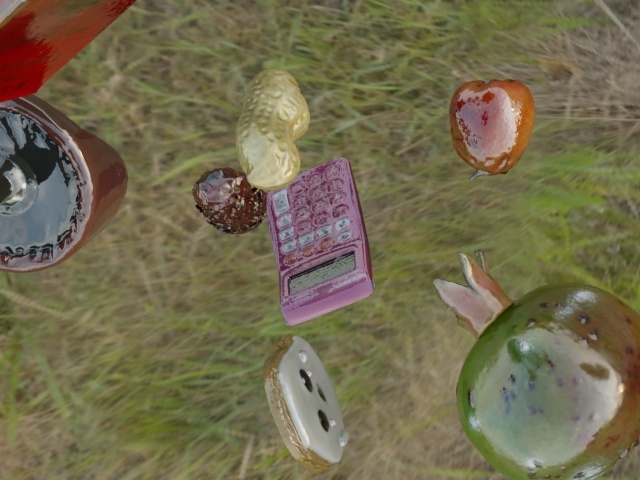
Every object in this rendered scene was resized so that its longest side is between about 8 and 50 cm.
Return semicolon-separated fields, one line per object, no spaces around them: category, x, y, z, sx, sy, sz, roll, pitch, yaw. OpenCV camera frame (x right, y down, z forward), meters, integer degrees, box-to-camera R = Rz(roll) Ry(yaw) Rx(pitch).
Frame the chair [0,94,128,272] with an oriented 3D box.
chair;-0.360;-0.008;1.321;0.226;0.401;0.227;7;117;13

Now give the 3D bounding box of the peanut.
peanut;-0.036;-0.081;0.990;0.053;0.054;0.113;-7;49;14

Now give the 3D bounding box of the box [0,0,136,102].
box;-0.246;-0.221;1.163;0.313;0.197;0.089;-32;87;35

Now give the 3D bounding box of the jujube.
jujube;-0.137;-0.061;1.967;0.104;0.166;0.104;-5;75;19

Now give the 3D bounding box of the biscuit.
biscuit;-0.016;0.220;1.812;0.049;0.208;0.181;-25;96;12

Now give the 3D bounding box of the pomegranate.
pomegranate;0.278;0.176;1.753;0.323;0.291;0.291;21;100;13

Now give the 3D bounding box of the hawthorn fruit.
hawthorn fruit;0.158;-0.103;1.252;0.081;0.081;0.093;-1;96;14

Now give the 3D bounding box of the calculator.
calculator;0.000;0.000;1.620;0.126;0.034;0.191;-23;59;24
